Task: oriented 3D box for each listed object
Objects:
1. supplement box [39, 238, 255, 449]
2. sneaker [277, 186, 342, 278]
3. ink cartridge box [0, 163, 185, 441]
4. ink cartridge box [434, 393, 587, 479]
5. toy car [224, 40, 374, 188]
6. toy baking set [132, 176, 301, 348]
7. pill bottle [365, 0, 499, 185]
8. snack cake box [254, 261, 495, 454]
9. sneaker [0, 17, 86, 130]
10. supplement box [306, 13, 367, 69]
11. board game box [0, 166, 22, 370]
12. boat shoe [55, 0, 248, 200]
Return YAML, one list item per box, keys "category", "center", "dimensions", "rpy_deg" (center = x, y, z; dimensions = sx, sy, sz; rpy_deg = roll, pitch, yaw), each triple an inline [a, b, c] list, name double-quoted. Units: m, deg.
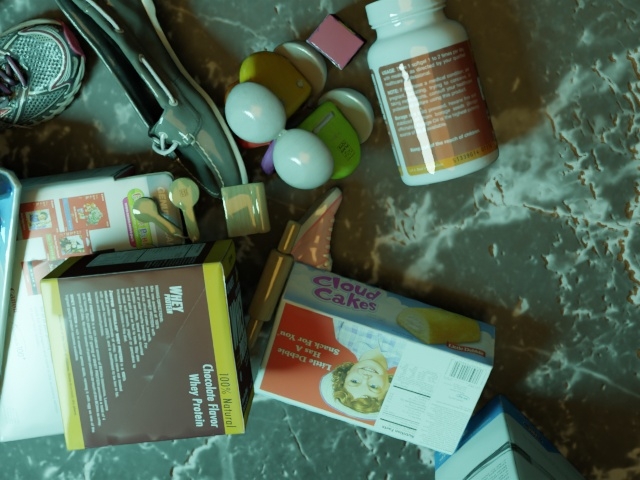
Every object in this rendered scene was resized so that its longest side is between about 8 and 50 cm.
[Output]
- category: "supplement box"
  center: [-0.184, 0.112, 1.149]
  dimensions: [0.194, 0.129, 0.191]
  rpy_deg: [-6, 101, 2]
- category: "sneaker"
  center: [0.000, 0.000, 1.302]
  dimensions: [0.070, 0.051, 0.134]
  rpy_deg: [37, 102, -9]
- category: "ink cartridge box"
  center: [-0.282, 0.071, 1.299]
  dimensions: [0.272, 0.130, 0.309]
  rpy_deg: [-7, 101, 2]
- category: "ink cartridge box"
  center: [0.252, 0.344, 1.215]
  dimensions: [0.129, 0.307, 0.223]
  rpy_deg: [-43, 95, 12]
- category: "toy car"
  center: [-0.038, -0.135, 1.242]
  dimensions: [0.182, 0.159, 0.136]
  rpy_deg: [44, 137, -5]
- category: "toy baking set"
  center: [-0.139, 0.041, 1.218]
  dimensions: [0.196, 0.030, 0.256]
  rpy_deg: [17, 100, -3]
- category: "pill bottle"
  center: [0.126, -0.182, 1.214]
  dimensions: [0.121, 0.121, 0.216]
  rpy_deg: [-15, 100, 8]
- category: "snack cake box"
  center: [0.066, 0.147, 1.282]
  dimensions: [0.264, 0.089, 0.152]
  rpy_deg: [18, 123, 0]
- category: "sneaker"
  center: [-0.423, -0.170, 1.275]
  dimensions: [0.299, 0.112, 0.121]
  rpy_deg: [-28, 98, 10]
- category: "supplement box"
  center: [0.020, -0.237, 1.232]
  dimensions: [0.055, 0.083, 0.043]
  rpy_deg: [40, 103, -4]
- category: "board game box"
  center: [-0.557, 0.054, 1.259]
  dimensions: [0.390, 0.050, 0.390]
  rpy_deg: [18, 110, 16]
- category: "boat shoe"
  center: [-0.207, -0.181, 1.240]
  dimensions: [0.095, 0.112, 0.335]
  rpy_deg: [-30, 91, -26]
